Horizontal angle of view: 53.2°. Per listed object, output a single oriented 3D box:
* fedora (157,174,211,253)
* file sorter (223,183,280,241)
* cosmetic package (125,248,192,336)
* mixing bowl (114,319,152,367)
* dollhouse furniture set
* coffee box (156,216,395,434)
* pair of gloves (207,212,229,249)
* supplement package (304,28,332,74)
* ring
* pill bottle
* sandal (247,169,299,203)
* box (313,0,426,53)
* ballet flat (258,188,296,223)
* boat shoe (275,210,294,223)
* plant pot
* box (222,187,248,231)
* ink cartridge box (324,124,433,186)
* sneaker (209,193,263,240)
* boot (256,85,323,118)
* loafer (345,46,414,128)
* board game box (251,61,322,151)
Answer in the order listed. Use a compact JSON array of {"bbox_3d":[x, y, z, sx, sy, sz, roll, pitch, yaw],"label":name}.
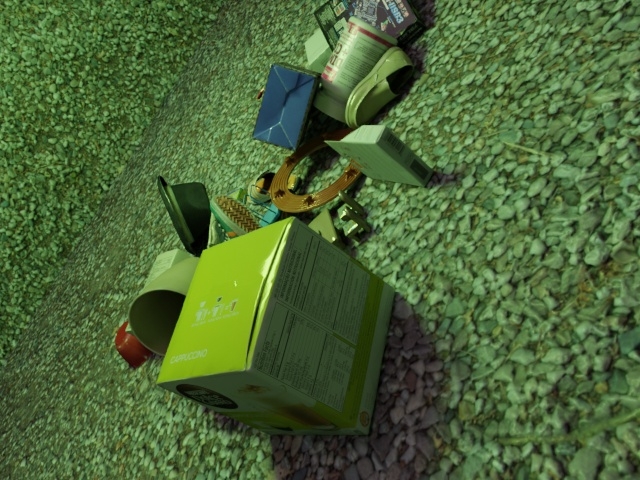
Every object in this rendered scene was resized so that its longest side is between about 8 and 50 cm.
[{"bbox_3d":[-0.464,-0.115,2.303,0.152,0.334,0.334,-24,32,-8],"label":"fedora"},{"bbox_3d":[-0.207,-0.065,1.931,0.170,0.104,0.118,-54,18,23],"label":"file sorter"},{"bbox_3d":[-0.520,0.194,2.160,0.153,0.129,0.296,-15,50,48],"label":"cosmetic package"},{"bbox_3d":[-0.650,0.340,2.226,0.181,0.098,0.182,-35,37,31],"label":"mixing bowl"},{"bbox_3d":[0.000,0.000,1.616,0.212,0.161,0.242,-43,34,19],"label":"dollhouse furniture set"},{"bbox_3d":[-0.091,0.203,1.384,0.337,0.334,0.338,-18,47,44],"label":"coffee box"},{"bbox_3d":[-0.304,0.021,1.981,0.042,0.240,0.204,-3,50,4],"label":"pair of gloves"},{"bbox_3d":[0.021,-0.660,2.254,0.105,0.105,0.179,-39,36,24],"label":"supplement package"},{"bbox_3d":[-0.009,-0.215,1.871,0.336,0.032,0.337,-23,38,19],"label":"ring"},{"bbox_3d":[0.097,-0.507,1.921,0.283,0.160,0.160,-62,29,17],"label":"pill bottle"},{"bbox_3d":[-0.172,-0.190,2.101,0.265,0.076,0.102,-9,54,50],"label":"sandal"},{"bbox_3d":[0.150,-0.702,2.038,0.293,0.073,0.296,-35,67,27],"label":"box"},{"bbox_3d":[-0.145,-0.101,2.006,0.173,0.049,0.057,-46,35,20],"label":"ballet flat"},{"bbox_3d":[-0.106,-0.051,1.905,0.064,0.060,0.178,-46,23,41],"label":"boat shoe"},{"bbox_3d":[-0.415,0.175,1.963,0.256,0.256,0.274,-37,19,26],"label":"plant pot"},{"bbox_3d":[-0.319,-0.091,2.240,0.105,0.043,0.179,-21,47,43],"label":"box"},{"bbox_3d":[0.143,-0.214,1.599,0.066,0.189,0.232,-57,31,-5],"label":"ink cartridge box"},{"bbox_3d":[-0.217,0.001,1.821,0.108,0.302,0.121,-30,-19,-54],"label":"sneaker"},{"bbox_3d":[-0.084,-0.491,2.165,0.236,0.178,0.085,-34,36,32],"label":"boot"},{"bbox_3d":[0.171,-0.433,1.848,0.092,0.102,0.269,41,101,39],"label":"loafer"},{"bbox_3d":[-0.099,-0.423,1.992,0.291,0.141,0.232,-79,6,-75],"label":"board game box"}]
